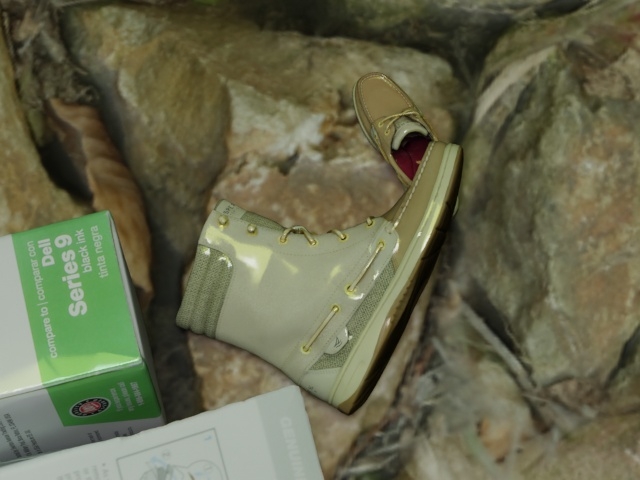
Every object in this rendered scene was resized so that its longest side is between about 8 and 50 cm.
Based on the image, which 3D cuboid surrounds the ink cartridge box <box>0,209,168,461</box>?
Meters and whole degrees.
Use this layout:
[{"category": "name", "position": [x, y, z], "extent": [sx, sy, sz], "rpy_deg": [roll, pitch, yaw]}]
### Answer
[{"category": "ink cartridge box", "position": [-0.261, 0.101, 1.264], "extent": [0.289, 0.211, 0.122], "rpy_deg": [-13, 68, -5]}]

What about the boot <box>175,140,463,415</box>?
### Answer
[{"category": "boot", "position": [0.000, 0.000, 1.356], "extent": [0.165, 0.077, 0.213], "rpy_deg": [26, 92, 12]}]

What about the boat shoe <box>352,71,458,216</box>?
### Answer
[{"category": "boat shoe", "position": [0.068, -0.078, 1.415], "extent": [0.050, 0.045, 0.135], "rpy_deg": [-28, 73, -10]}]

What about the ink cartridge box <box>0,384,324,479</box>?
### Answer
[{"category": "ink cartridge box", "position": [-0.164, 0.289, 1.223], "extent": [0.385, 0.091, 0.308], "rpy_deg": [-16, 94, -23]}]
